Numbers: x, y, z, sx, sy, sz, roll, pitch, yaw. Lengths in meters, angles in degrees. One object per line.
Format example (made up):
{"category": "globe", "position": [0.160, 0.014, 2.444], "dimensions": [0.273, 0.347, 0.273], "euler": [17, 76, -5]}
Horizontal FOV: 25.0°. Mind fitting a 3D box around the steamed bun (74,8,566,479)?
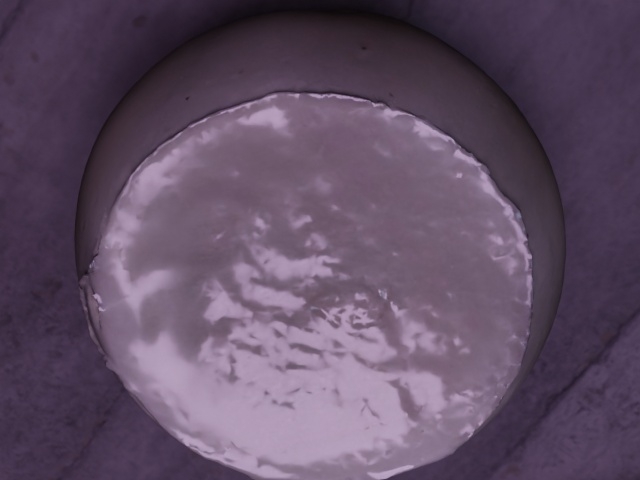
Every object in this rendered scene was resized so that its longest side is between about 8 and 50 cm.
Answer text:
{"category": "steamed bun", "position": [0.000, 0.000, 0.965], "dimensions": [0.324, 0.206, 0.324], "euler": [0, 111, 0]}
